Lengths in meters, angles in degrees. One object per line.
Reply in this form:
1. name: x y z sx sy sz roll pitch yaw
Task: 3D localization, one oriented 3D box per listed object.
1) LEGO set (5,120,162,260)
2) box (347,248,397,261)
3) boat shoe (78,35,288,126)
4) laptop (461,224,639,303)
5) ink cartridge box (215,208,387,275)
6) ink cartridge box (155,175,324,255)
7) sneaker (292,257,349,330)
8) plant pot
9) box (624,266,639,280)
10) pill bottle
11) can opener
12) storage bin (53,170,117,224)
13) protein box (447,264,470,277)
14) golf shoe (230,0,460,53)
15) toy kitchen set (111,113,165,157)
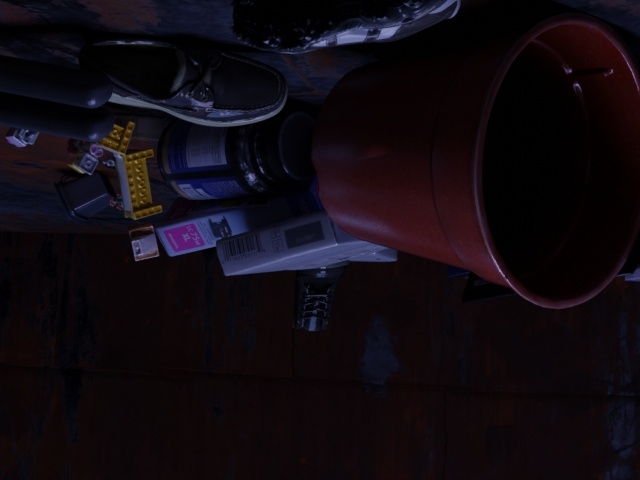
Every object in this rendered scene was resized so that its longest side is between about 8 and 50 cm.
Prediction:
1. LEGO set: -0.313 -0.103 1.451 0.107 0.132 0.287 11 149 46
2. box: 0.030 -0.061 1.699 0.181 0.182 0.119 0 174 23
3. boat shoe: -0.145 -0.169 1.091 0.223 0.080 0.073 8 177 -3
4. laptop: 0.324 -0.017 1.196 0.264 0.137 0.234 -2 172 -42
5. ink cartridge box: 0.000 0.000 1.431 0.189 0.066 0.232 -16 177 32
6. ink cartridge box: -0.071 -0.076 1.509 0.311 0.065 0.186 -10 -150 25
7. sneaker: -0.001 0.087 1.680 0.083 0.118 0.222 4 173 -3
8. plant pot: 0.149 -0.085 1.055 0.272 0.272 0.265 6 -178 -41
9. box: 0.571 -0.041 1.592 0.057 0.201 0.293 4 175 -15
10. pill bottle: -0.108 -0.119 1.415 0.219 0.123 0.122 -1 174 39
11. can opener: -0.341 -0.171 1.101 0.283 0.076 0.095 12 -149 13
12. storage bin: -0.472 -0.098 2.104 0.091 0.098 0.135 -25 175 -3
13. protein box: 0.302 -0.038 1.739 0.136 0.200 0.201 2 175 -7
14. golf shoe: 0.021 -0.186 0.852 0.198 0.077 0.094 1 175 29
15. toy kitchen set: -0.270 -0.143 1.529 0.075 0.068 0.083 3 175 -11
